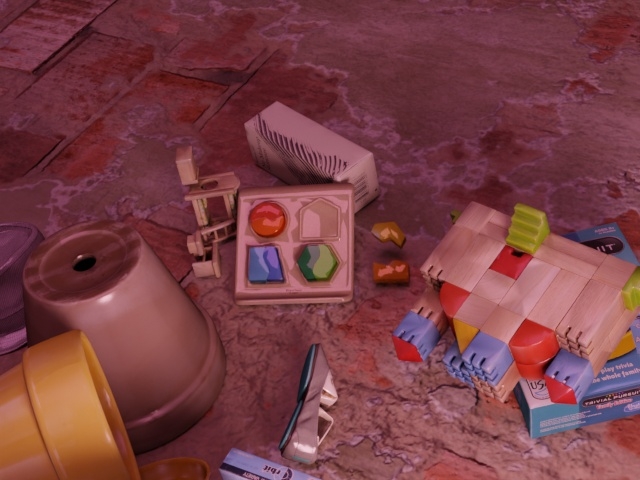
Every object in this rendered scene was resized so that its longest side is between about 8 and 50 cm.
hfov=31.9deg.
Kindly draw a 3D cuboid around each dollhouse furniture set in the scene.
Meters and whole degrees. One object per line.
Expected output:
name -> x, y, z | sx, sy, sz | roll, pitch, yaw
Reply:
dollhouse furniture set -> -0.191, -0.054, 2.002 | 0.101, 0.182, 0.161 | -8, 42, 3

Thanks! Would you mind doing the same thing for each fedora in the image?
fedora -> -0.575, 0.064, 2.003 | 0.243, 0.124, 0.275 | 14, 48, 26

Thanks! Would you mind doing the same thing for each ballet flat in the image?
ballet flat -> -0.009, 0.254, 1.726 | 0.068, 0.072, 0.213 | 22, 46, -4

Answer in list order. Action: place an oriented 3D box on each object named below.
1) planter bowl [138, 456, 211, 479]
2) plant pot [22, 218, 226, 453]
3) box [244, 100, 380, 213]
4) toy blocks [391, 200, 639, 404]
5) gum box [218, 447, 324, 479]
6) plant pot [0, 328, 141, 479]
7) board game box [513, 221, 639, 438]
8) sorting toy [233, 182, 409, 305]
planter bowl -> -0.241, 0.396, 1.567 | 0.217, 0.090, 0.217 | -19, 13, 4
plant pot -> -0.336, 0.130, 1.765 | 0.323, 0.280, 0.323 | -7, 42, 6
box -> -0.018, -0.156, 2.130 | 0.094, 0.113, 0.275 | -38, 47, -24
toy blocks -> 0.277, 0.110, 1.635 | 0.381, 0.191, 0.261 | 24, 66, 36
gum box -> -0.044, 0.369, 1.506 | 0.157, 0.184, 0.041 | 14, 48, 26
plant pot -> -0.389, 0.277, 1.499 | 0.239, 0.254, 0.254 | -21, 43, -9
board game box -> 0.399, 0.130, 1.748 | 0.253, 0.079, 0.336 | -13, 42, -2
sorting toy -> 0.000, 0.000, 1.949 | 0.307, 0.041, 0.229 | -2, 68, 10
